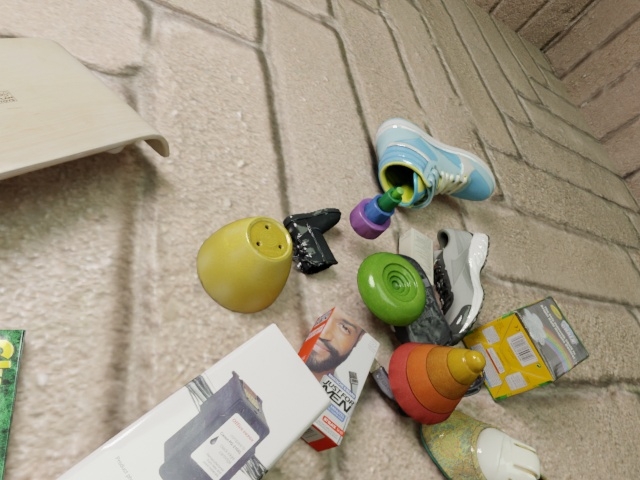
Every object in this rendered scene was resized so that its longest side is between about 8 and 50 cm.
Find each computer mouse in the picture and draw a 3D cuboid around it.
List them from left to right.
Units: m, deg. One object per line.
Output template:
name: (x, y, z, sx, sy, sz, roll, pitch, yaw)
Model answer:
computer mouse: (0.135, 0.158, 0.708, 0.184, 0.060, 0.262, -18, 69, -27)

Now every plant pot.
plant pot: (-0.091, 0.020, 0.593, 0.134, 0.095, 0.134, 20, 50, -26)

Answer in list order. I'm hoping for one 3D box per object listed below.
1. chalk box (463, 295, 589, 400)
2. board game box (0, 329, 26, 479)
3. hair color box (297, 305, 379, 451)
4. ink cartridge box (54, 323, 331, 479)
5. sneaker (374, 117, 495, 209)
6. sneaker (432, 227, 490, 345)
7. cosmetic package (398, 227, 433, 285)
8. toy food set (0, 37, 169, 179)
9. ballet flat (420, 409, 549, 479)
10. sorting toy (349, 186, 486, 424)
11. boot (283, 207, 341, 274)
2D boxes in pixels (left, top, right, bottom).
chalk box: (0.405, 0.199, 0.827, 0.213, 0.132, 0.133, -5, 62, -41)
board game box: (-0.328, 0.197, 0.333, 0.136, 0.030, 0.260, 8, 56, -31)
hair color box: (0.010, 0.183, 0.587, 0.093, 0.053, 0.167, 41, 43, -7)
ink cartridge box: (-0.128, 0.197, 0.383, 0.237, 0.172, 0.100, -30, 81, -46)
sneaker: (0.255, -0.123, 0.948, 0.318, 0.127, 0.208, 23, 46, -11)
sneaker: (0.259, 0.083, 0.836, 0.107, 0.100, 0.272, 18, 50, 5)
cosmetic package: (0.186, 0.039, 0.834, 0.060, 0.041, 0.115, 31, 46, -18)
toy food set: (-0.372, -0.132, 0.505, 0.219, 0.092, 0.306, 42, 41, 11)
ballet flat: (0.304, 0.370, 0.637, 0.348, 0.123, 0.123, 46, 44, -1)
sorting toy: (0.145, 0.072, 0.639, 0.127, 0.126, 0.366, 0, 61, -31)
boot: (0.001, 0.000, 0.716, 0.121, 0.045, 0.099, -11, 65, -34)
